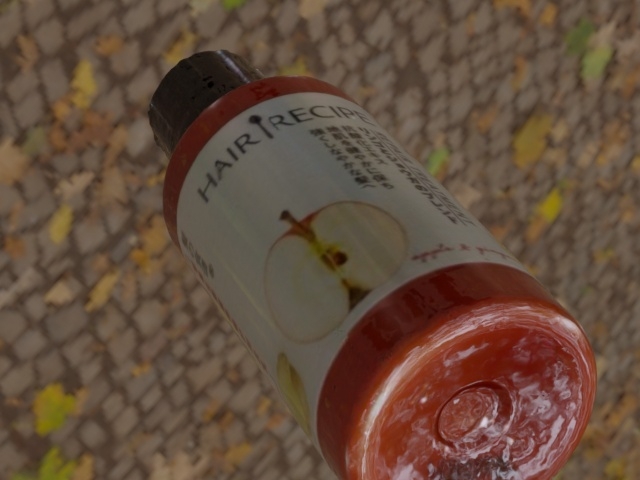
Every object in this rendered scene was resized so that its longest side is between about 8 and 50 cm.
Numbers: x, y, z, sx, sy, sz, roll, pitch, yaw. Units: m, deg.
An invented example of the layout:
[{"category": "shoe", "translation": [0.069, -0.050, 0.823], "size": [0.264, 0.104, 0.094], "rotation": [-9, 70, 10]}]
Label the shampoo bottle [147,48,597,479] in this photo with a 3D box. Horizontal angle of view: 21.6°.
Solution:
[{"category": "shampoo bottle", "translation": [0.000, 0.000, 0.701], "size": [0.104, 0.278, 0.104], "rotation": [-13, 124, -20]}]
